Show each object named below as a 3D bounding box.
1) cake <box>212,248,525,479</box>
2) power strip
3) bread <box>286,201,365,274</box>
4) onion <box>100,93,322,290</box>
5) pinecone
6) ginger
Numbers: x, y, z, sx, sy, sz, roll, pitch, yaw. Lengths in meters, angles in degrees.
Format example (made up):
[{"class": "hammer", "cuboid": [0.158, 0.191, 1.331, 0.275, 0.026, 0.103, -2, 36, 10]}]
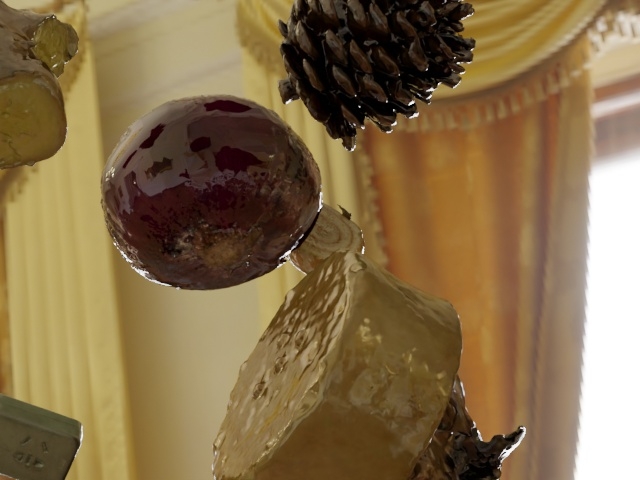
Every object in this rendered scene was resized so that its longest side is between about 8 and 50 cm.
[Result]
[{"class": "cake", "cuboid": [0.080, 0.214, 1.464, 0.321, 0.332, 0.332, 32, -34, -15]}, {"class": "power strip", "cuboid": [-0.454, 0.234, 1.676, 0.288, 0.053, 0.093, 21, -70, -14]}, {"class": "bread", "cuboid": [0.000, 0.000, 2.101, 0.122, 0.149, 0.073, -40, -28, -36]}, {"class": "onion", "cuboid": [-0.175, -0.098, 1.976, 0.336, 0.282, 0.260, -14, -45, 6]}, {"class": "pinecone", "cuboid": [0.064, -0.249, 1.641, 0.272, 0.224, 0.224, -32, -26, 18]}, {"class": "ginger", "cuboid": [-0.325, -0.164, 1.160, 0.218, 0.270, 0.123, -7, -55, -11]}]
